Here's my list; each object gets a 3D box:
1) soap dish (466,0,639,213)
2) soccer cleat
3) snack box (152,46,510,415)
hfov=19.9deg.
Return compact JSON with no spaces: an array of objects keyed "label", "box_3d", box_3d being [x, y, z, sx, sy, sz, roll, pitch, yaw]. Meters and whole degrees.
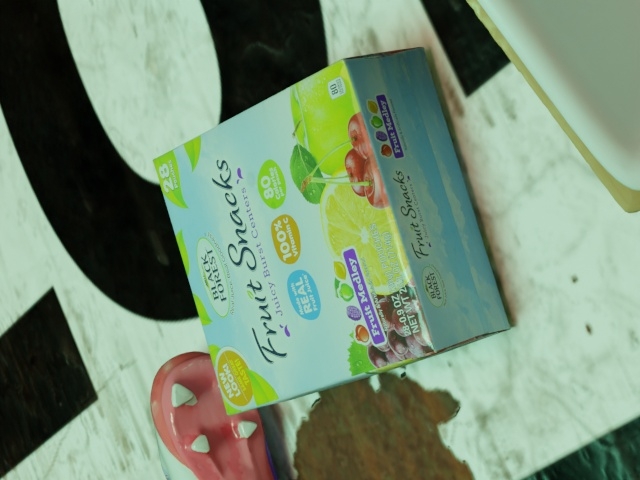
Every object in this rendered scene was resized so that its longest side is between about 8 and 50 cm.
[{"label":"soap dish","box_3d":[0.139,-0.187,0.738,0.229,0.118,0.291,-33,102,25]},{"label":"soccer cleat","box_3d":[-0.057,0.194,1.215,0.095,0.083,0.248,163,91,-74]},{"label":"snack box","box_3d":[0.000,0.000,1.094,0.207,0.070,0.174,-24,82,51]}]
